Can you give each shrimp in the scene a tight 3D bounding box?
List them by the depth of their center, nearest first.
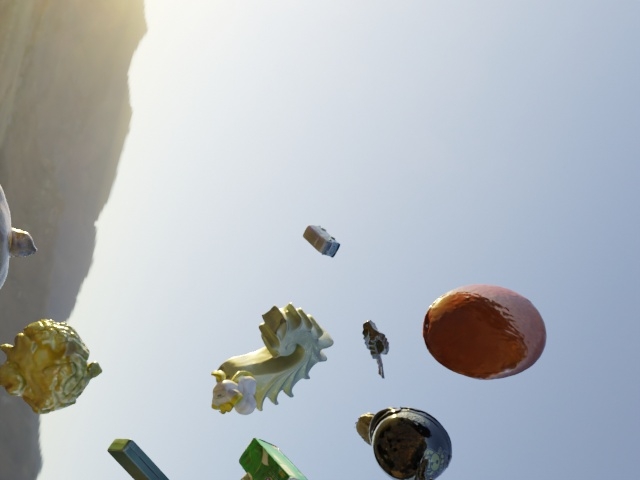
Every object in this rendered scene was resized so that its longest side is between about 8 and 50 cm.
[{"bbox_3d":[0.285,0.705,1.816,0.150,0.051,0.217,109,-2,-55],"label":"shrimp"}]

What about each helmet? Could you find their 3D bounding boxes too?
[{"bbox_3d":[0.257,0.645,2.016,0.160,0.278,0.231,-21,123,-64],"label":"helmet"}]

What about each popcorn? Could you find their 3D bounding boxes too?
[{"bbox_3d":[-0.719,0.337,1.745,0.195,0.254,0.256,-122,-150,-76],"label":"popcorn"}]

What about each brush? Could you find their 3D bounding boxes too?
[{"bbox_3d":[0.190,0.370,2.149,0.084,0.071,0.301,55,-12,41],"label":"brush"}]

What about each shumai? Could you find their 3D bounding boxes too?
[{"bbox_3d":[0.207,0.668,2.345,0.145,0.116,0.146,29,-43,32],"label":"shumai"}]

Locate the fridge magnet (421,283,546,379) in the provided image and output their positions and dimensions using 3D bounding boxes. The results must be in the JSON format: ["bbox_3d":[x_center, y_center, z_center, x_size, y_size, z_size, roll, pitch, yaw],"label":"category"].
[{"bbox_3d":[0.486,0.275,1.958,0.364,0.363,0.155,-107,-174,-50],"label":"fridge magnet"}]

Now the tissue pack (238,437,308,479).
[{"bbox_3d":[-0.155,0.754,2.050,0.209,0.148,0.156,31,-96,45],"label":"tissue pack"}]

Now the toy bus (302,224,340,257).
[{"bbox_3d":[0.000,0.000,2.138,0.123,0.075,0.060,43,-68,41],"label":"toy bus"}]

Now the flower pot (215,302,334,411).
[{"bbox_3d":[-0.150,0.393,2.159,0.367,0.254,0.164,-49,-140,2],"label":"flower pot"}]

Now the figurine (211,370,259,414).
[{"bbox_3d":[-0.235,0.437,1.889,0.109,0.178,0.130,-34,-123,31],"label":"figurine"}]

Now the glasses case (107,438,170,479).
[{"bbox_3d":[-0.470,0.588,1.700,0.077,0.184,0.039,-12,-148,36],"label":"glasses case"}]

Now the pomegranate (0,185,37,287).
[{"bbox_3d":[-0.693,-0.008,1.178,0.342,0.342,0.343,-44,-143,49],"label":"pomegranate"}]
